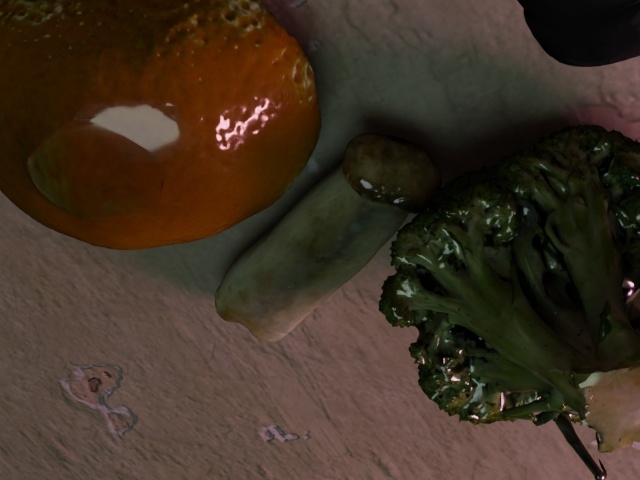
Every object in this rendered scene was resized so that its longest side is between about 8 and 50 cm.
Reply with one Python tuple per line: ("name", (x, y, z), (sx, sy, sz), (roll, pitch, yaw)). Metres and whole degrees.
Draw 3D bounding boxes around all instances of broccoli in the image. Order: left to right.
("broccoli", (0.220, 0.069, 0.875), (0.321, 0.283, 0.303), (-15, 118, 1))

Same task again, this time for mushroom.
("mushroom", (0.000, 0.000, 0.995), (0.100, 0.081, 0.312), (34, 134, -13))

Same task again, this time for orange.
("orange", (-0.167, -0.103, 0.886), (0.335, 0.196, 0.262), (-1, 145, 3))

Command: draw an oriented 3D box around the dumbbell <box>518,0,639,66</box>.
("dumbbell", (0.155, -0.272, 0.645), (0.185, 0.185, 0.388), (-27, 121, 31))
